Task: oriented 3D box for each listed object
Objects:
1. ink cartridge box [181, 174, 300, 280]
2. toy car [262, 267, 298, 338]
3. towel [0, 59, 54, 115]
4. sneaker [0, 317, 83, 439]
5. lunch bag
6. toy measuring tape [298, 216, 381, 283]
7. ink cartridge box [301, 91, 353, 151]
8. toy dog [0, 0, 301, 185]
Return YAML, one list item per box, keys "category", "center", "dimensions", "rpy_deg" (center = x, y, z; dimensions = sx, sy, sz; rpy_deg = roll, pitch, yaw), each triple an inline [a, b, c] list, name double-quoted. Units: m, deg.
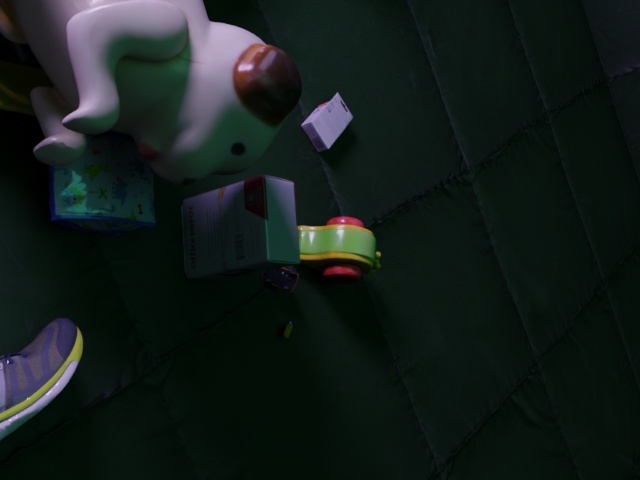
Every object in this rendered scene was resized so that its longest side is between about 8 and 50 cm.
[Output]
- category: "ink cartridge box"
  center: [-0.122, -0.015, 1.267]
  dimensions: [0.072, 0.175, 0.127]
  rpy_deg: [7, 75, -50]
- category: "toy car"
  center: [-0.071, 0.098, 1.413]
  dimensions: [0.040, 0.060, 0.122]
  rpy_deg: [-136, -127, -87]
- category: "towel"
  center: [-0.347, -0.192, 1.113]
  dimensions: [0.237, 0.021, 0.102]
  rpy_deg: [8, 40, -35]
- category: "sneaker"
  center: [-0.395, 0.172, 0.966]
  dimensions: [0.121, 0.111, 0.300]
  rpy_deg: [58, 42, -14]
- category: "lunch bag"
  center: [-0.304, -0.079, 1.141]
  dimensions: [0.151, 0.096, 0.128]
  rpy_deg: [10, 72, -57]
- category: "toy measuring tape"
  center: [0.000, 0.000, 1.446]
  dimensions: [0.330, 0.121, 0.121]
  rpy_deg: [22, 64, -43]
- category: "ink cartridge box"
  center: [0.014, -0.223, 1.586]
  dimensions: [0.063, 0.029, 0.115]
  rpy_deg: [56, 44, -21]
- category: "toy dog"
  center: [-0.223, -0.244, 1.042]
  dimensions: [0.408, 0.284, 0.395]
  rpy_deg: [47, 46, -10]
